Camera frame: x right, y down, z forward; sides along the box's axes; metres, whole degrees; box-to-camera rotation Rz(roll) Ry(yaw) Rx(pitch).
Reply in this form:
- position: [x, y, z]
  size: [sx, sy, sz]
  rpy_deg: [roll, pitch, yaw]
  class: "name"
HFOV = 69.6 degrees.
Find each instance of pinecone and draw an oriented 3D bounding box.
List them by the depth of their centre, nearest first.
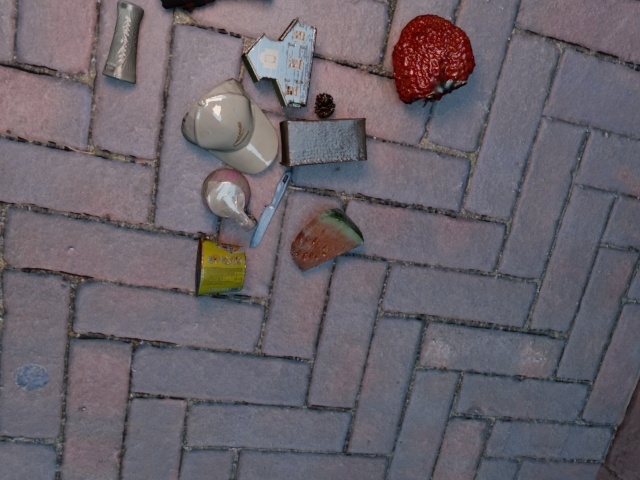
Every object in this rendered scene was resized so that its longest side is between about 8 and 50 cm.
- position: [0.012, -0.450, 1.539]
  size: [0.077, 0.077, 0.083]
  rpy_deg: [-20, 91, -4]
  class: "pinecone"

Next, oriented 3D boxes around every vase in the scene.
- position: [-0.586, -0.593, 1.380]
  size: [0.096, 0.096, 0.219]
  rpy_deg: [12, 100, -13]
  class: "vase"

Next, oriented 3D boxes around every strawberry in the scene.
- position: [0.350, -0.581, 1.483]
  size: [0.261, 0.261, 0.257]
  rpy_deg: [-26, 115, -2]
  class: "strawberry"

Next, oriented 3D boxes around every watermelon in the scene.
- position: [0.000, 0.000, 1.646]
  size: [0.257, 0.139, 0.193]
  rpy_deg: [-41, 113, 13]
  class: "watermelon"

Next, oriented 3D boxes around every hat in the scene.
- position: [-0.274, -0.337, 1.468]
  size: [0.258, 0.168, 0.301]
  rpy_deg: [-44, 112, 8]
  class: "hat"

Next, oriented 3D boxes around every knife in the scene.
- position: [-0.180, -0.106, 1.630]
  size: [0.045, 0.019, 0.312]
  rpy_deg: [24, 101, -8]
  class: "knife"

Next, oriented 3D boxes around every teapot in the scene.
- position: [-0.305, -0.120, 1.517]
  size: [0.164, 0.178, 0.221]
  rpy_deg: [-13, 108, -6]
  class: "teapot"

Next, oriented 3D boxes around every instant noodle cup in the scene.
- position: [-0.341, 0.095, 1.568]
  size: [0.153, 0.205, 0.204]
  rpy_deg: [4, 105, -18]
  class: "instant noodle cup"

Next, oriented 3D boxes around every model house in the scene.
- position: [-0.141, -0.550, 1.424]
  size: [0.207, 0.178, 0.270]
  rpy_deg: [3, 108, -18]
  class: "model house"

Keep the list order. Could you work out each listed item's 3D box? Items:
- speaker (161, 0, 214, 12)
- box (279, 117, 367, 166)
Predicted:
- position: [-0.316, -0.787, 1.303]
  size: [0.330, 0.259, 0.198]
  rpy_deg: [-12, 74, -3]
  class: "speaker"
- position: [0.003, -0.325, 1.515]
  size: [0.274, 0.184, 0.143]
  rpy_deg: [-5, 102, -10]
  class: "box"
